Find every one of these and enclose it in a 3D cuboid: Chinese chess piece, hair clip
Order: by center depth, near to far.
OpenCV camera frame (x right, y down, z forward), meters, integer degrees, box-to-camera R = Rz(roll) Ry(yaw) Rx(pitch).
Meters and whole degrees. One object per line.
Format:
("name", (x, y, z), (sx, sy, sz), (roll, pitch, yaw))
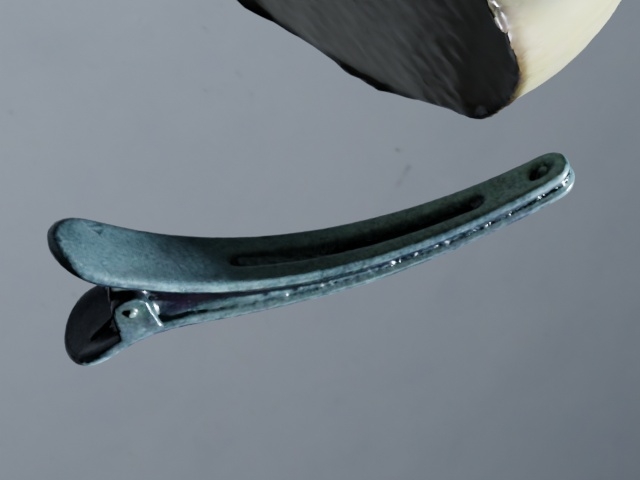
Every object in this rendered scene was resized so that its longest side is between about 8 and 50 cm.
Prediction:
("Chinese chess piece", (0.009, -0.161, 0.587), (0.104, 0.257, 0.257), (-53, 128, -8))
("hair clip", (0.000, 0.000, 0.759), (0.275, 0.048, 0.083), (-13, 132, -14))
